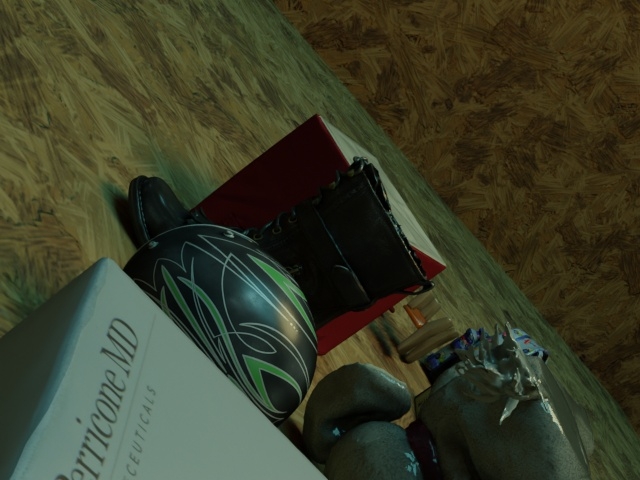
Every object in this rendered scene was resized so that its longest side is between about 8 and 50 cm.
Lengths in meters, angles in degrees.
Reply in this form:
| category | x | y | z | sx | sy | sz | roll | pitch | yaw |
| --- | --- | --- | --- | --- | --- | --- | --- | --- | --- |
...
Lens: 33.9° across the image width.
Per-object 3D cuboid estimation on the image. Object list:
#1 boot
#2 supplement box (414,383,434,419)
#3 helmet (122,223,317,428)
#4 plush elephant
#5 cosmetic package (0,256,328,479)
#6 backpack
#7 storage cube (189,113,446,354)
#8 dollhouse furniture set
| category | x | y | z | sx | sy | sz | roll | pitch | yaw |
| --- | --- | --- | --- | --- | --- | --- | --- | --- | --- |
| boot | -0.039 | -0.008 | 1.034 | 0.263 | 0.229 | 0.091 | 54 | 13 | 3 |
| supplement box | 0.182 | 0.255 | 1.492 | 0.083 | 0.056 | 0.083 | 50 | 13 | -13 |
| helmet | -0.082 | 0.075 | 0.827 | 0.169 | 0.169 | 0.161 | 57 | -3 | 15 |
| plush elephant | 0.123 | 0.231 | 1.005 | 0.330 | 0.255 | 0.272 | 52 | 20 | -39 |
| cosmetic package | -0.031 | 0.253 | 0.552 | 0.453 | 0.161 | 0.230 | 48 | 14 | -18 |
| backpack | 0.275 | 0.200 | 1.698 | 0.117 | 0.173 | 0.158 | 59 | 15 | 24 |
| storage cube | 0.000 | 0.000 | 1.231 | 0.184 | 0.193 | 0.215 | 59 | 14 | 25 |
| dollhouse furniture set | 0.071 | 0.050 | 1.574 | 0.262 | 0.135 | 0.259 | 59 | 3 | 21 |
